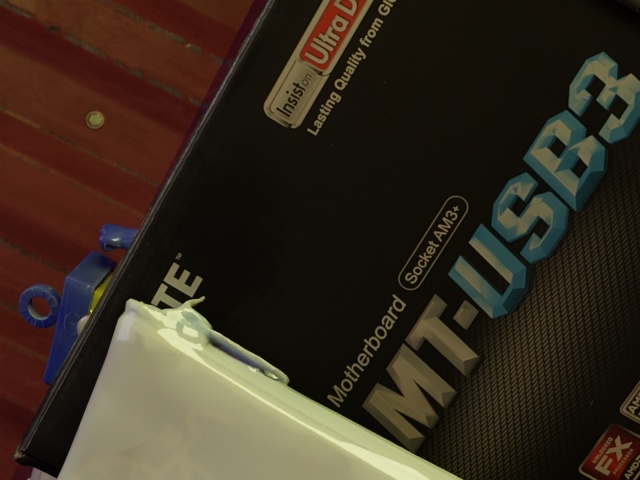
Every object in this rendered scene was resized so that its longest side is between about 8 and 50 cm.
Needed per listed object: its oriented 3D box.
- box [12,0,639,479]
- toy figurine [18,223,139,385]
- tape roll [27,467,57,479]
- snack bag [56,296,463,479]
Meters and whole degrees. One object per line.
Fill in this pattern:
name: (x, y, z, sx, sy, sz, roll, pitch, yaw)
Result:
box: (0.072, 0.035, 0.611, 0.295, 0.293, 0.073, -58, 8, 21)
toy figurine: (-0.156, 0.095, 1.324, 0.191, 0.217, 0.362, -76, 4, -62)
tape roll: (-0.098, 0.205, 0.940, 0.286, 0.100, 0.286, -30, 55, 54)
snack bag: (-0.004, 0.235, 0.538, 0.342, 0.323, 0.037, -65, -19, 5)
